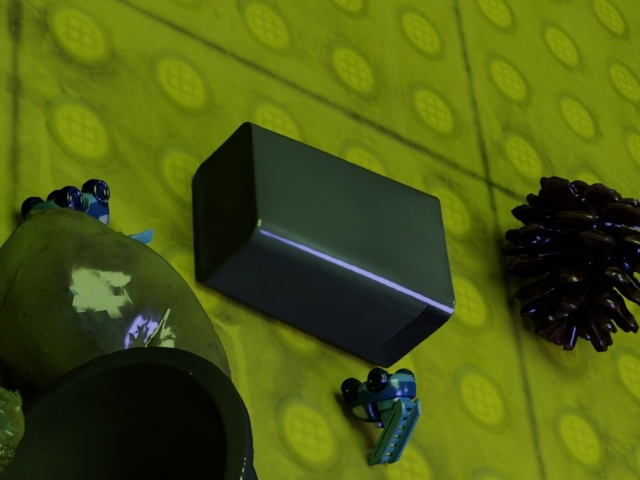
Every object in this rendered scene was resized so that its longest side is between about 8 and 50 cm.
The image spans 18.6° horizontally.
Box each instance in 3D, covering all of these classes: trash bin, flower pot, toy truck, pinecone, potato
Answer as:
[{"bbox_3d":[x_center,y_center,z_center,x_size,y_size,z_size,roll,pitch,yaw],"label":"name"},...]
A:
[{"bbox_3d":[0.000,0.000,1.946,0.240,0.122,0.164,24,43,-30],"label":"trash bin"},{"bbox_3d":[-0.135,0.231,1.513,0.166,0.269,0.269,48,29,-44],"label":"flower pot"},{"bbox_3d":[-0.209,-0.018,1.779,0.136,0.063,0.074,-22,96,-56],"label":"toy truck"},{"bbox_3d":[0.298,0.029,2.203,0.207,0.207,0.208,29,41,-29],"label":"pinecone"},{"bbox_3d":[0.063,0.172,1.908,0.056,0.073,0.090,6,69,-46],"label":"toy truck"},{"bbox_3d":[-0.180,0.087,1.649,0.248,0.143,0.169,46,73,-15],"label":"potato"}]

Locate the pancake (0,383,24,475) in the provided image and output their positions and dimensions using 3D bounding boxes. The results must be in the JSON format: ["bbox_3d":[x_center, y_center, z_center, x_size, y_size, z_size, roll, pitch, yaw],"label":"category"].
[{"bbox_3d":[-0.336,0.095,1.449,0.253,0.037,0.254,27,39,-25],"label":"pancake"}]
